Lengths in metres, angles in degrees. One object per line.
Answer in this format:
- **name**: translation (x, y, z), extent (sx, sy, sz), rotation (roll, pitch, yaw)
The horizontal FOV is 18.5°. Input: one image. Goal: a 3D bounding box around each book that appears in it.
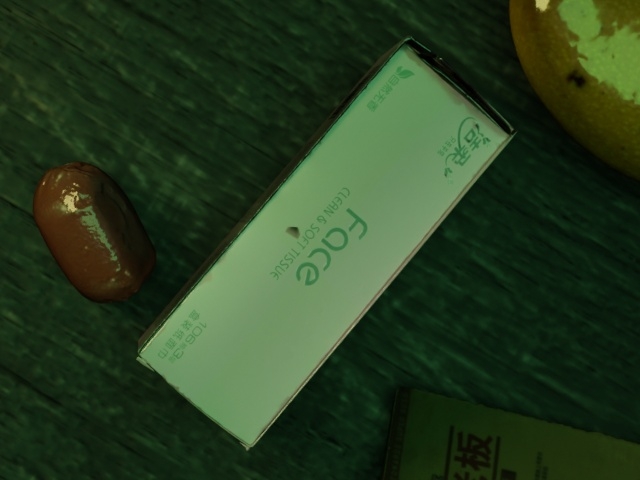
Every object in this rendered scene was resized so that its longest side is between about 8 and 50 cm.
- **book**: translation (0.147, 0.189, 1.231), extent (0.231, 0.026, 0.161), rotation (13, 59, -5)

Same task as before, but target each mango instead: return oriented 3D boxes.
- **mango**: translation (0.257, -0.112, 1.239), extent (0.295, 0.120, 0.177), rotation (9, 96, -4)

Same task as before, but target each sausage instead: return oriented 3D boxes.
- **sausage**: translation (-0.140, -0.006, 1.225), extent (0.059, 0.054, 0.094), rotation (-33, 95, -45)

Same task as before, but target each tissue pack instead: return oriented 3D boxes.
- **tissue pack**: translation (0.000, 0.000, 1.198), extent (0.092, 0.148, 0.246), rotation (40, 87, -4)
